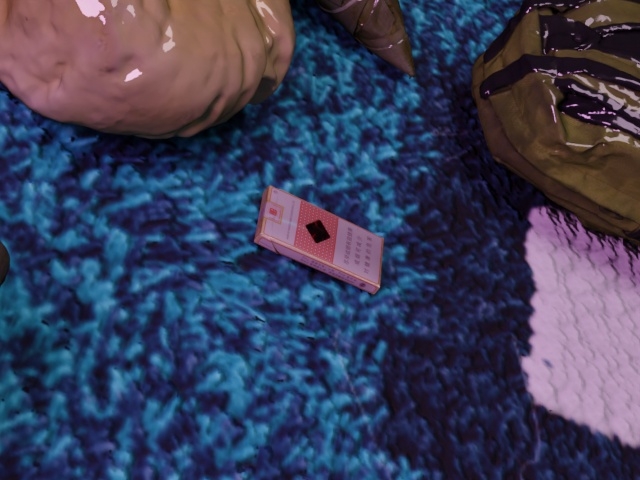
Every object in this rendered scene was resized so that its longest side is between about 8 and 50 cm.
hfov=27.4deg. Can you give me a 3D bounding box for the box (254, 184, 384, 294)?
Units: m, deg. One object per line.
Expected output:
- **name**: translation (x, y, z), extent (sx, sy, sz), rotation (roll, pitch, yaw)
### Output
- **box**: translation (0.000, 0.000, 0.814), extent (0.083, 0.012, 0.046), rotation (24, 42, -15)

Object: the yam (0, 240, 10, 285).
- **yam**: translation (-0.216, 0.083, 0.517), extent (0.106, 0.106, 0.259), rotation (28, 62, -10)

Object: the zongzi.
- **zongzi**: translation (0.033, -0.200, 1.015), extent (0.130, 0.062, 0.154), rotation (47, 20, -20)

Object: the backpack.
- **backpack**: translation (0.236, -0.090, 0.968), extent (0.253, 0.140, 0.207), rotation (20, 41, -17)

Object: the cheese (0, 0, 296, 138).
- **cheese**: translation (-0.118, -0.161, 0.815), extent (0.214, 0.117, 0.226), rotation (-18, 69, -48)
